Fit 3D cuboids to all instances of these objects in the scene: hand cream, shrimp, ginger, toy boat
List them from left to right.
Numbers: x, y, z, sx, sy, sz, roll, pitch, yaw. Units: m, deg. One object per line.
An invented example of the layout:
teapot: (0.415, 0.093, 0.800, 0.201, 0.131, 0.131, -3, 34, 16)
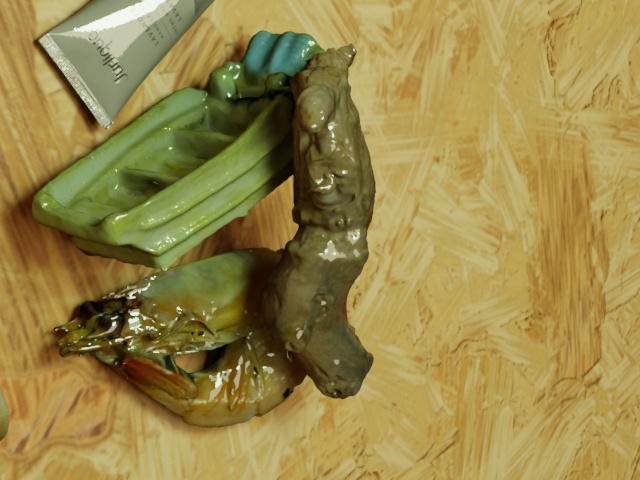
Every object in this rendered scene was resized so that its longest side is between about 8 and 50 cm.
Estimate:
hand cream: (-0.127, -0.176, 1.321, 0.186, 0.054, 0.087, -48, 121, -24)
shrimp: (-0.097, 0.078, 1.363, 0.267, 0.061, 0.145, -2, 104, -48)
toy boat: (-0.093, -0.061, 1.314, 0.276, 0.111, 0.084, -44, 135, -40)
ginger: (0.000, -0.002, 1.337, 0.122, 0.084, 0.290, -78, 170, -61)

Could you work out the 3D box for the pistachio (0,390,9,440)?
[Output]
pistachio: (-0.298, 0.092, 1.106, 0.215, 0.144, 0.144, 26, 75, -50)
